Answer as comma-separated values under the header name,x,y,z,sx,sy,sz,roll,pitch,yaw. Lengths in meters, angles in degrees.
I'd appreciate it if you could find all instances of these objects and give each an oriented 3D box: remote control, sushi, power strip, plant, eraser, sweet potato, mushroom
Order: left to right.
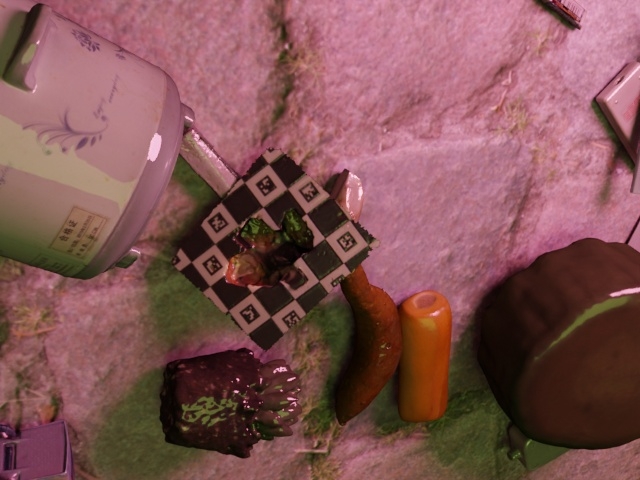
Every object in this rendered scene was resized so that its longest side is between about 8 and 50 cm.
name,x,y,z,sx,sy,sz,roll,pitch,yaw
plant,-0.127,0.231,0.915,0.195,0.129,0.132,6,112,-21
sushi,-0.061,0.012,0.840,0.193,0.040,0.210,44,95,-1
mushroom,0.000,0.000,0.897,0.071,0.084,0.209,31,93,-18
sweet potato,0.075,0.151,0.979,0.108,0.079,0.346,-27,131,-33
eraser,0.353,-0.339,0.923,0.099,0.019,0.027,21,89,-28
power strip,0.533,0.340,1.269,0.385,0.062,0.091,-24,119,-12
remote control,0.527,-0.198,1.050,0.087,0.029,0.190,-47,120,3

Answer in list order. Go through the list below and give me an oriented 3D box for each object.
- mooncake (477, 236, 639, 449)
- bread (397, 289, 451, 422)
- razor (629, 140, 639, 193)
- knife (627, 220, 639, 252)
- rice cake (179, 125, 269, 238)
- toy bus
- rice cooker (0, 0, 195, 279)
name,x,y,z,sx,sy,sz,roll,pitch,yaw
mooncake,0.448,0.177,1.076,0.357,0.194,0.356,-4,119,-7
bread,0.174,0.200,1.050,0.093,0.074,0.239,-25,123,-37
razor,0.535,-0.208,1.003,0.111,0.056,0.277,-26,130,-57
knife,0.577,0.006,1.166,0.058,0.032,0.244,25,97,-24
rice cake,-0.120,-0.067,0.840,0.047,0.036,0.206,-36,121,7
toy bus,-0.494,0.340,0.829,0.330,0.109,0.135,-9,126,-18
rice cooker,-0.300,-0.109,0.621,0.317,0.264,0.316,2,150,1
